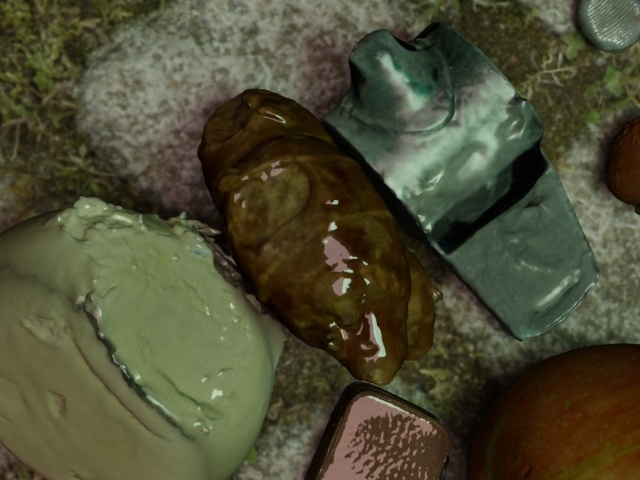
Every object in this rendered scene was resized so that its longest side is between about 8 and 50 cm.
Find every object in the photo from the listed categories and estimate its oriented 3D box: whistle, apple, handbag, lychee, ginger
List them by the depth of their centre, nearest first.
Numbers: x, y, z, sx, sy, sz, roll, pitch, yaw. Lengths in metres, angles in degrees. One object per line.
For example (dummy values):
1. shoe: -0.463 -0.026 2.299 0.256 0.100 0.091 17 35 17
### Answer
1. ginger: 0.000 0.004 1.171 0.152 0.357 0.274 -34 123 2
2. apple: 0.328 0.277 1.228 0.340 0.339 0.339 0 95 -6
3. whistle: 0.168 -0.060 1.253 0.168 0.188 0.405 -41 98 -2
4. lychee: 0.388 -0.076 1.318 0.114 0.101 0.140 -25 91 -13
5. handbag: 0.064 0.274 1.328 0.151 0.072 0.193 23 90 -8

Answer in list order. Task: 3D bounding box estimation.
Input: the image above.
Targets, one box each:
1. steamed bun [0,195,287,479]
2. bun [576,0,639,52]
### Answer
1. steamed bun: -0.212 0.104 1.187 0.312 0.233 0.334 -13 116 39
2. bun: 0.335 -0.257 1.327 0.083 0.045 0.083 0 92 -4
